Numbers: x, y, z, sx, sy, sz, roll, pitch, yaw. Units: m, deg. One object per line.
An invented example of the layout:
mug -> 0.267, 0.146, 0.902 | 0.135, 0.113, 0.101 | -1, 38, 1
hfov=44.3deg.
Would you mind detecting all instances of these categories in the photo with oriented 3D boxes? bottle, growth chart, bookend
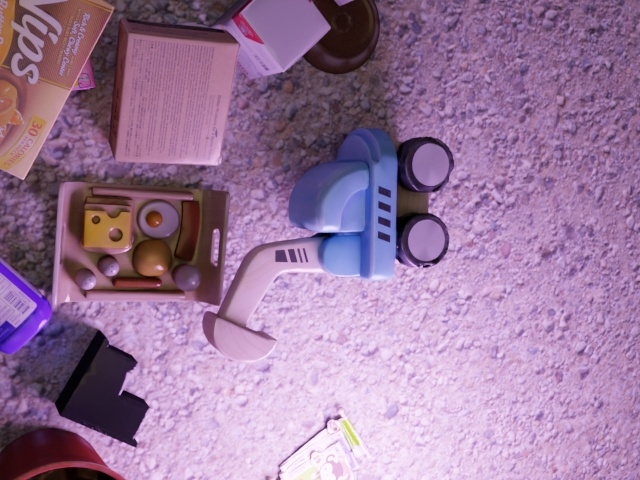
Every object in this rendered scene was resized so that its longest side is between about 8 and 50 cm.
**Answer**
bottle -> -0.585, 0.062, 1.304 | 0.118, 0.092, 0.283 | -45, 112, -4
growth chart -> 0.003, 0.490, 1.671 | 0.237, 0.021, 0.172 | -41, 112, -13
bookend -> -0.374, 0.272, 1.441 | 0.156, 0.072, 0.157 | 31, 83, -25

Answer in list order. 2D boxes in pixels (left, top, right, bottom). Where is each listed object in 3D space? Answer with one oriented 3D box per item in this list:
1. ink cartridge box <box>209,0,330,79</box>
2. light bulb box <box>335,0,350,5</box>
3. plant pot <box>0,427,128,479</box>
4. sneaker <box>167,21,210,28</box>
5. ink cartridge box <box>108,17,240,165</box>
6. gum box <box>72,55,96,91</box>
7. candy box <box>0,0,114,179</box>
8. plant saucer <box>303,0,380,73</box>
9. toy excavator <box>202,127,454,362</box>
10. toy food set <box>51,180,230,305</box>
ink cartridge box -> -0.096, -0.385, 1.423 | 0.127, 0.176, 0.128 | -47, 113, -15
light bulb box -> 0.067, -0.691, 1.410 | 0.358, 0.225, 0.361 | 43, 74, -21
plant pot -> -0.452, 0.456, 1.324 | 0.273, 0.265, 0.272 | -3, 98, -24
sneaker -> -0.270, -0.363, 1.400 | 0.161, 0.075, 0.057 | -14, 103, -22
ink cartridge box -> -0.260, -0.255, 1.372 | 0.193, 0.088, 0.234 | 0, 120, -25
gum box -> -0.485, -0.296, 1.319 | 0.189, 0.062, 0.107 | -13, 102, -22
candy box -> -0.483, -0.276, 1.238 | 0.183, 0.088, 0.316 | 28, 85, -24
plant saucer -> 0.038, -0.431, 1.554 | 0.199, 0.036, 0.198 | -3, 98, -25
toy excavator -> 0.000, 0.000, 1.497 | 0.446, 0.222, 0.432 | -1, 96, -22
toy food set -> -0.321, 0.011, 1.418 | 0.306, 0.092, 0.219 | 2, 96, -25
